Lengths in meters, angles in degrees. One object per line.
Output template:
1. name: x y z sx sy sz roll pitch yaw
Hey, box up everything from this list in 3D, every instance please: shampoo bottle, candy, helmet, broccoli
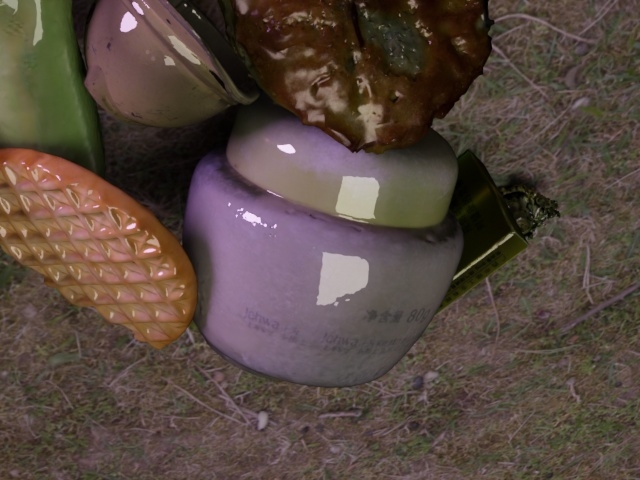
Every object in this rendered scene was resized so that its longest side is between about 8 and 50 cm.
1. shampoo bottle: 0.000 0.000 1.580 0.322 0.322 0.317 6 108 -24
2. candy: -0.311 -0.186 1.445 0.131 0.142 0.344 -5 132 0
3. helmet: -0.181 -0.189 1.414 0.137 0.204 0.257 -40 163 6
4. broccoli: 0.256 -0.035 1.808 0.097 0.092 0.095 36 102 -6

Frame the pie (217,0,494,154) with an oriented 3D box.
1. pie: 0.032 -0.266 1.427 0.288 0.103 0.355 -17 95 -22

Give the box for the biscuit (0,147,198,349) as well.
1. biscuit: -0.256 0.002 1.485 0.309 0.040 0.204 37 141 -12

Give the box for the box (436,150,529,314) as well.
1. box: 0.108 0.036 1.763 0.311 0.173 0.043 -38 130 15
